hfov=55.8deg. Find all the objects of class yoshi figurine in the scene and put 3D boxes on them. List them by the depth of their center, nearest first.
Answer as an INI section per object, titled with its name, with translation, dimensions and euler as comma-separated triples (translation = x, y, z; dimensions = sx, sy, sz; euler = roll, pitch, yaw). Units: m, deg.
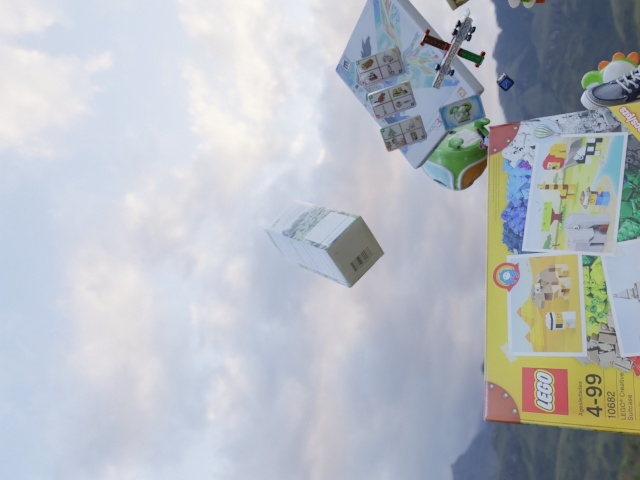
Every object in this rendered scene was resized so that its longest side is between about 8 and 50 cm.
[yoshi figurine]
translation = 0.895, -0.407, 1.667
dimensions = 0.203, 0.362, 0.203
euler = 46, -108, -29

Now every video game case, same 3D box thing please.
[video game case]
translation = 0.182, -0.363, 1.359
dimensions = 0.036, 0.329, 0.300
euler = -31, -12, -28

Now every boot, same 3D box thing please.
[boot]
translation = 0.599, -0.307, 1.172
dimensions = 0.189, 0.069, 0.086
euler = -16, -29, -21

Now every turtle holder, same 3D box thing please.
[turtle holder]
translation = 0.430, -0.304, 2.093
dimensions = 0.243, 0.320, 0.228
euler = -56, -36, -43

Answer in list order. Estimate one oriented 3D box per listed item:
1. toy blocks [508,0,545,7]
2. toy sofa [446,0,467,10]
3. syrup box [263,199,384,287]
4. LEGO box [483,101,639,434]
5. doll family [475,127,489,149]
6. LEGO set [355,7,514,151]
[toy blocks]
translation = 0.585, -0.702, 1.664
dimensions = 0.148, 0.054, 0.123
euler = -10, -99, -20
[toy sofa]
translation = 0.459, -0.762, 1.555
dimensions = 0.150, 0.362, 0.177
euler = 54, -153, -11
[syrup box]
translation = 0.000, 0.000, 1.135
dimensions = 0.093, 0.237, 0.096
euler = -44, -61, -18
[LEGO box]
translation = 0.473, 0.050, 0.975
dimensions = 0.193, 0.372, 0.501
euler = 27, -117, -55
[doll family]
translation = 0.410, -0.178, 1.278
dimensions = 0.193, 0.076, 0.111
euler = 52, -176, -3
[LEGO set]
translation = 0.203, -0.279, 1.056
dimensions = 0.060, 0.244, 0.183
euler = -85, -27, -57
